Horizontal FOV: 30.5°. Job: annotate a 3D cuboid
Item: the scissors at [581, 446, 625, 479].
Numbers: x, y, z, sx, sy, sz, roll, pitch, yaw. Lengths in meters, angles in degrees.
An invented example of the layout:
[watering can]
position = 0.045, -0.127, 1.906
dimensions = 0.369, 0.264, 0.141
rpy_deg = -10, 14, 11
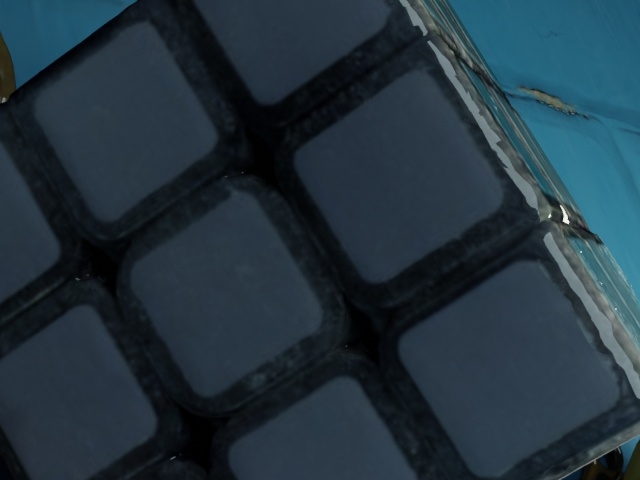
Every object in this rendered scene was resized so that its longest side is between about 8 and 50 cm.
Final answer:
[scissors]
position = 0.220, 0.241, 1.006
dimensions = 0.220, 0.017, 0.088
rpy_deg = -28, 83, -49

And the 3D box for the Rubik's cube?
[Rubik's cube]
position = -0.004, 0.028, 0.678
dimensions = 0.305, 0.303, 0.301
rpy_deg = 57, 13, 8

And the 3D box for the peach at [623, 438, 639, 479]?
[peach]
position = 0.367, 0.263, 0.938
dimensions = 0.292, 0.247, 0.292
rpy_deg = 25, 48, -31

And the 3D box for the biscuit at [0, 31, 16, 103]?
[biscuit]
position = -0.347, -0.092, 0.634
dimensions = 0.359, 0.074, 0.381
rpy_deg = -25, 93, -29
